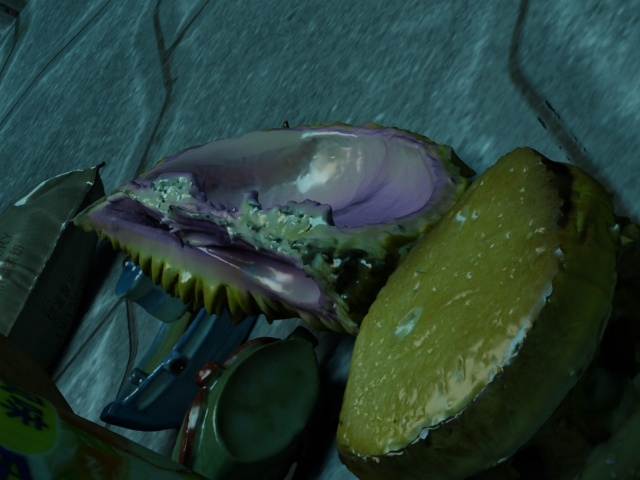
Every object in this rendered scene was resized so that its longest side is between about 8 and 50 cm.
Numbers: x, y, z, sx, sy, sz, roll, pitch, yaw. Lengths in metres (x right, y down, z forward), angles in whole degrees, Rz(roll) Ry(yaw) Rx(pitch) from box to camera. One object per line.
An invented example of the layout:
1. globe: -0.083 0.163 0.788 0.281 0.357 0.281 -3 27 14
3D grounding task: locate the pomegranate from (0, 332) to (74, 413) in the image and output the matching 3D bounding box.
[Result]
1. pomegranate: -0.310 0.202 1.335 0.322 0.322 0.322 -46 21 23

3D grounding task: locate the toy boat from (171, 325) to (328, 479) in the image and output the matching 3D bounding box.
1. toy boat: -0.043 0.112 1.192 0.185 0.089 0.071 -55 1 -36

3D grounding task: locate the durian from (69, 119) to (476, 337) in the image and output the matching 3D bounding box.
1. durian: 0.000 -0.001 1.230 0.191 0.112 0.341 -18 17 -34

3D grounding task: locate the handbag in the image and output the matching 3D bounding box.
1. handbag: -0.294 0.058 1.839 0.182 0.117 0.270 -38 25 60

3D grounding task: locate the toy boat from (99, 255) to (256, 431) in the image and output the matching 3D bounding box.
1. toy boat: -0.110 0.046 1.434 0.088 0.102 0.215 -31 30 54

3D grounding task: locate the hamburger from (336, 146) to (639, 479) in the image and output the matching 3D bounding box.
1. hamburger: 0.091 0.064 0.898 0.182 0.118 0.191 -33 25 54

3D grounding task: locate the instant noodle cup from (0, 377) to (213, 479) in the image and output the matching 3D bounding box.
1. instant noodle cup: -0.085 0.202 0.783 0.284 0.312 0.284 -47 20 23
